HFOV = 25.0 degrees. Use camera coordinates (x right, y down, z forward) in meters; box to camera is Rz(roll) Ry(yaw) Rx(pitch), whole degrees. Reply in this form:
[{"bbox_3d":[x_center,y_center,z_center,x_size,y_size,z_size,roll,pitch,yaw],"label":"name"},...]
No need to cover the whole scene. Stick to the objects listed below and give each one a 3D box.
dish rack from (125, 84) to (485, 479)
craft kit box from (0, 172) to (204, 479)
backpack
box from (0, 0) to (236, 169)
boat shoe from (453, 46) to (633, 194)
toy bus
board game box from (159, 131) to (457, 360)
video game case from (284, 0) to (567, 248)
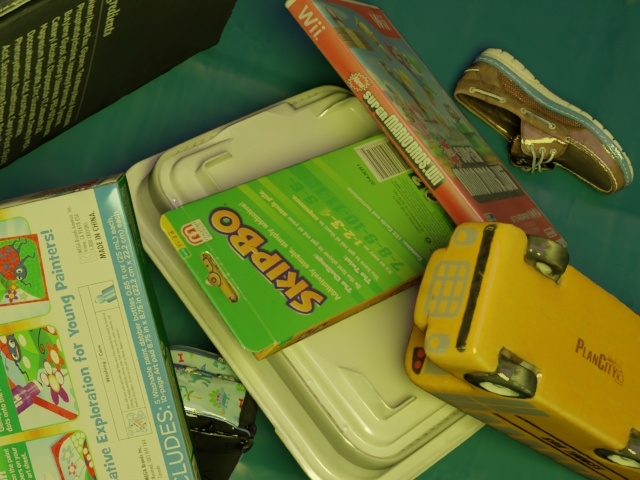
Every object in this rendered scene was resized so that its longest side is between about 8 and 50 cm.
[{"bbox_3d":[0.026,0.020,1.172,0.285,0.072,0.333,-28,76,-42],"label":"dish rack"},{"bbox_3d":[-0.230,0.099,1.032,0.247,0.061,0.250,-13,101,-1],"label":"craft kit box"},{"bbox_3d":[-0.113,0.135,1.122,0.114,0.105,0.084,18,43,-10],"label":"backpack"},{"bbox_3d":[-0.373,-0.289,1.119,0.472,0.297,0.480,-34,81,-22],"label":"box"},{"bbox_3d":[0.200,-0.095,1.319,0.183,0.066,0.066,40,69,15],"label":"boat shoe"},{"bbox_3d":[0.178,0.095,1.097,0.333,0.130,0.108,31,69,-42],"label":"toy bus"},{"bbox_3d":[0.000,0.000,1.095,0.259,0.039,0.124,-22,71,-45],"label":"board game box"},{"bbox_3d":[0.097,-0.093,1.232,0.025,0.204,0.285,-41,80,19],"label":"video game case"}]
